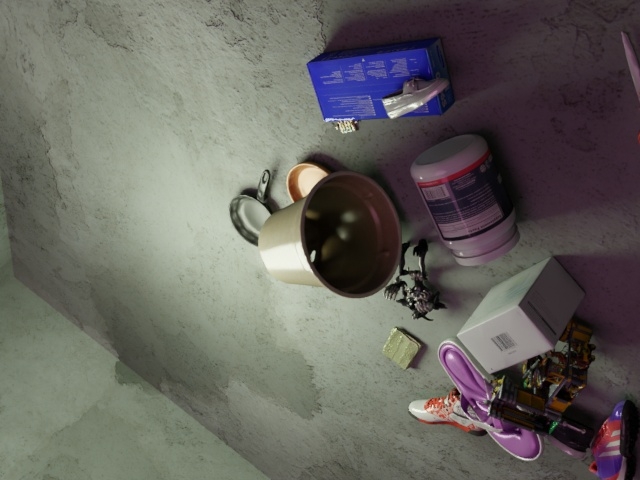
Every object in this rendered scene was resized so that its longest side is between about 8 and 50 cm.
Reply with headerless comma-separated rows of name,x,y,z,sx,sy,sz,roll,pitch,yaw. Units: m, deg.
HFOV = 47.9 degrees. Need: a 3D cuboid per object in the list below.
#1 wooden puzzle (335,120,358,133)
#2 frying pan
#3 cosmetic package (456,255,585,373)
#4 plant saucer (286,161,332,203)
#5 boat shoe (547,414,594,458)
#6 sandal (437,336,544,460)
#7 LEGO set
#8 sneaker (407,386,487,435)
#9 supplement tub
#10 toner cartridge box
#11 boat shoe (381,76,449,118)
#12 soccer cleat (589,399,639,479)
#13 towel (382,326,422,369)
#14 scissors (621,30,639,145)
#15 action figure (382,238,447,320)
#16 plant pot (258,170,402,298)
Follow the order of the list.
wooden puzzle,0.071,-0.311,1.918,0.083,0.006,0.049,-1,122,40
frying pan,-0.216,-0.117,2.287,0.197,0.053,0.326,20,131,27
cosmetic package,0.498,0.185,1.793,0.138,0.225,0.224,50,139,-1
plant saucer,-0.008,-0.144,2.099,0.200,0.037,0.199,22,134,25
boat shoe,0.629,0.495,2.042,0.303,0.114,0.091,29,99,32
sandal,0.457,0.462,2.047,0.416,0.102,0.169,50,140,32
LEGO set,0.546,0.335,1.856,0.192,0.254,0.331,20,143,5
sneaker,0.397,0.510,2.252,0.270,0.090,0.144,10,127,31
supplement tub,0.348,-0.097,1.716,0.191,0.191,0.272,-9,116,44
toner cartridge box,0.141,-0.383,1.747,0.348,0.075,0.165,5,126,38
boat shoe,0.210,-0.335,1.628,0.063,0.066,0.184,55,148,-12
soccer cleat,0.786,0.546,1.941,0.116,0.109,0.318,16,134,36
towel,0.255,0.342,2.280,0.110,0.027,0.148,35,138,15
scissors,0.647,-0.274,1.448,0.297,0.021,0.109,51,141,-8
action figure,0.259,0.137,2.026,0.164,0.141,0.275,8,123,34
plant pot,0.000,0.000,1.976,0.305,0.334,0.333,-11,115,54
